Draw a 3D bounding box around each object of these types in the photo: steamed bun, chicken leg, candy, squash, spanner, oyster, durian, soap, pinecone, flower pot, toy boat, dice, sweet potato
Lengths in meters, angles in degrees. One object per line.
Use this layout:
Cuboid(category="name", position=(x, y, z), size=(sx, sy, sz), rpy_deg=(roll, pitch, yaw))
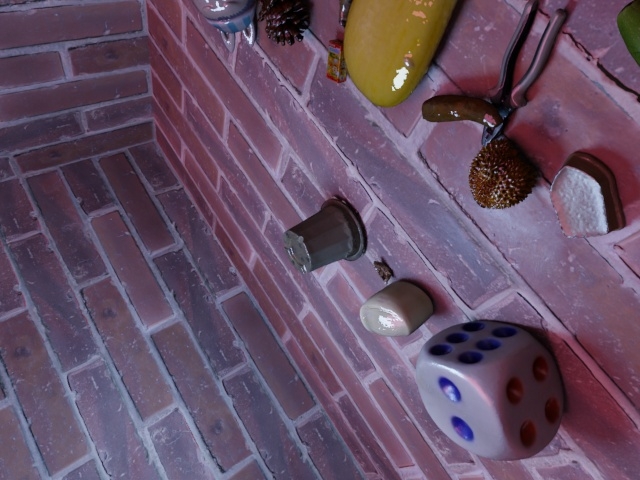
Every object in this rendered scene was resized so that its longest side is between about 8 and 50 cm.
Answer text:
Cuboid(category="steamed bun", position=(0.264, 0.246, 1.527), size=(0.250, 0.200, 0.154), rpy_deg=(-13, 100, 57))
Cuboid(category="chicken leg", position=(0.071, -0.719, 1.204), size=(0.196, 0.081, 0.125), rpy_deg=(118, 135, -67))
Cuboid(category="candy", position=(0.055, -0.584, 1.378), size=(0.062, 0.038, 0.121), rpy_deg=(42, 144, 34))
Cuboid(category="squash", position=(0.596, -0.286, 0.696), size=(0.292, 0.082, 0.082), rpy_deg=(57, 150, 12))
Cuboid(category="spanner", position=(0.434, -0.353, 0.947), size=(0.095, 0.040, 0.324), rpy_deg=(46, 145, 31))
Cuboid(category="oyster", position=(0.237, 0.115, 1.607), size=(0.083, 0.080, 0.038), rpy_deg=(39, 133, -22))
Cuboid(category="durian", position=(0.433, -0.150, 1.020), size=(0.158, 0.137, 0.167), rpy_deg=(-114, 30, -43))
Cuboid(category="soap", position=(0.188, -0.558, 1.108), size=(0.306, 0.115, 0.427), rpy_deg=(51, 149, 15))
Cuboid(category="pinecone", position=(-0.121, -0.754, 1.413), size=(0.179, 0.150, 0.195), rpy_deg=(-20, 96, 60))
Cuboid(category="flower pot", position=(0.000, 0.000, 1.700), size=(0.290, 0.259, 0.290), rpy_deg=(38, 143, 36))
Cuboid(category="toy boat", position=(0.567, -0.096, 0.913), size=(0.116, 0.061, 0.188), rpy_deg=(-10, 104, 60))
Cuboid(category="dice", position=(0.488, 0.428, 1.241), size=(0.304, 0.277, 0.303), rpy_deg=(-1, 110, 62))
Cuboid(category="sweet potato", position=(0.345, -0.324, 1.046), size=(0.273, 0.076, 0.075), rpy_deg=(35, 141, 58))

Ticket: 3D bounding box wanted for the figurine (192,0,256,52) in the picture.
Cuboid(category="figurine", position=(-0.408, -0.929, 1.637), size=(0.361, 0.267, 0.377), rpy_deg=(48, 147, 37))
